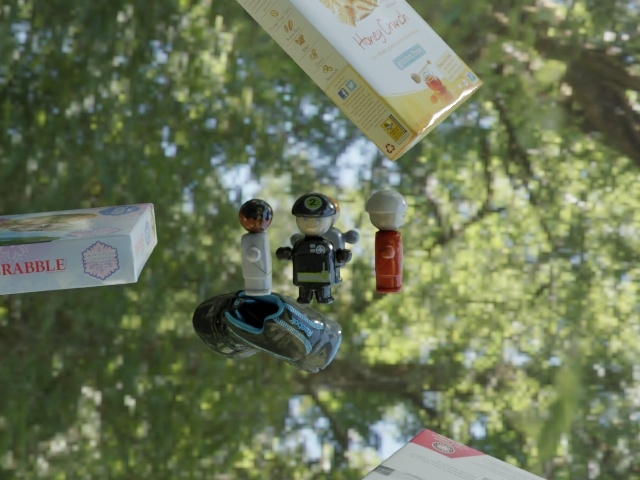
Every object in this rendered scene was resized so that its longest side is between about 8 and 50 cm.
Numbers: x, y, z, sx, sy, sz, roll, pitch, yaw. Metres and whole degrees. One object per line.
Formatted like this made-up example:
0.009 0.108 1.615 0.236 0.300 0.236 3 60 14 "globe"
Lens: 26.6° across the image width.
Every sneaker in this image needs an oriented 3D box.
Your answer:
-0.112 0.120 2.209 0.341 0.140 0.125 2 -120 50 "sneaker"

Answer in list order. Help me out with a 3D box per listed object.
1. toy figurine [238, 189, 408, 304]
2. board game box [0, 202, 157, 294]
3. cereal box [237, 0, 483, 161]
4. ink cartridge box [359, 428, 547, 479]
0.000 0.000 1.887 0.209 0.213 0.148 6 -80 51 "toy figurine"
-0.389 0.012 1.803 0.318 0.318 0.066 -108 -167 -81 "board game box"
0.029 -0.196 1.251 0.240 0.173 0.047 47 -55 1 "cereal box"
0.117 0.290 1.360 0.159 0.218 0.092 20 -69 25 "ink cartridge box"
